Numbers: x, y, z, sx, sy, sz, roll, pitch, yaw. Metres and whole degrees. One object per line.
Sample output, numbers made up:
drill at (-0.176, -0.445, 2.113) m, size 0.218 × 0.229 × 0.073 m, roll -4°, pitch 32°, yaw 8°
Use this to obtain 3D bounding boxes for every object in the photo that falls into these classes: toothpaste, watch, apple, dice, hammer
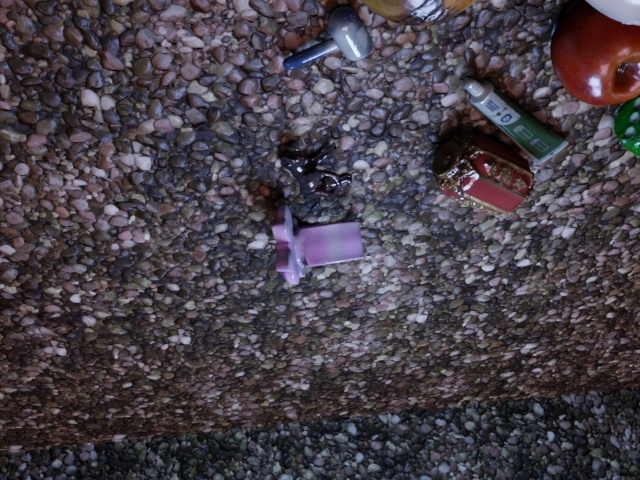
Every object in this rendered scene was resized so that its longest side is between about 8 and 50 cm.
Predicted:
toothpaste at (0.470, -0.293, 1.672) m, size 0.392 × 0.061 × 0.099 m, roll 26°, pitch 129°, yaw -39°
watch at (0.000, 0.000, 1.812) m, size 0.218 × 0.210 × 0.248 m, roll -9°, pitch 176°, yaw 6°
apple at (0.604, -0.401, 1.462) m, size 0.218 × 0.201 × 0.218 m, roll -7°, pitch 133°, yaw -8°
dice at (0.816, -0.280, 1.698) m, size 0.131 × 0.128 × 0.120 m, roll 12°, pitch 138°, yaw -25°
hammer at (0.006, -0.407, 1.444) m, size 0.194 × 0.069 × 0.116 m, roll -20°, pitch 140°, yaw 19°

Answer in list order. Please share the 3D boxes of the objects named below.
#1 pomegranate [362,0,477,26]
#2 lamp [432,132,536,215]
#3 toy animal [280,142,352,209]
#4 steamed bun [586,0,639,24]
pomegranate at (0.179, -0.524, 1.168) m, size 0.322 × 0.322 × 0.322 m, roll -5°, pitch 140°, yaw -5°
lamp at (0.410, -0.164, 1.734) m, size 0.274 × 0.177 × 0.177 m, roll 17°, pitch 134°, yaw -31°
toy animal at (-0.014, -0.165, 1.729) m, size 0.148 × 0.084 × 0.232 m, roll -2°, pitch 149°, yaw 19°
steamed bun at (0.578, -0.543, 1.183) m, size 0.324 × 0.324 × 0.206 m, roll -27°, pitch 158°, yaw 20°
